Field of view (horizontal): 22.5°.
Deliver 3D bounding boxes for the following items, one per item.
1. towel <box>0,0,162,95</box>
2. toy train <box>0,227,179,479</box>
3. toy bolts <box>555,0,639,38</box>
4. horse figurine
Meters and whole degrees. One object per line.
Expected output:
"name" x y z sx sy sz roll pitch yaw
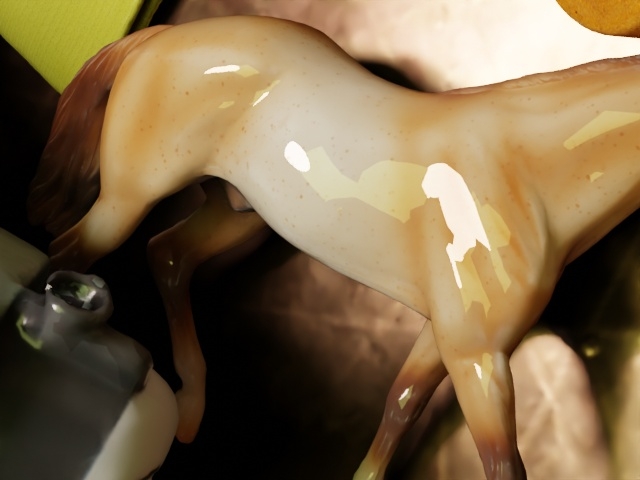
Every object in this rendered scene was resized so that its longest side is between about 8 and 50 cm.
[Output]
"towel" -0.133 -0.154 0.603 0.237 0.021 0.102 43 115 26
"toy train" -0.203 0.027 0.453 0.334 0.142 0.190 31 117 -2
"toy bolts" 0.146 -0.165 0.383 0.218 0.159 0.228 164 92 -72
"horse figurine" 0.000 0.000 0.480 0.263 0.066 0.174 24 106 29
